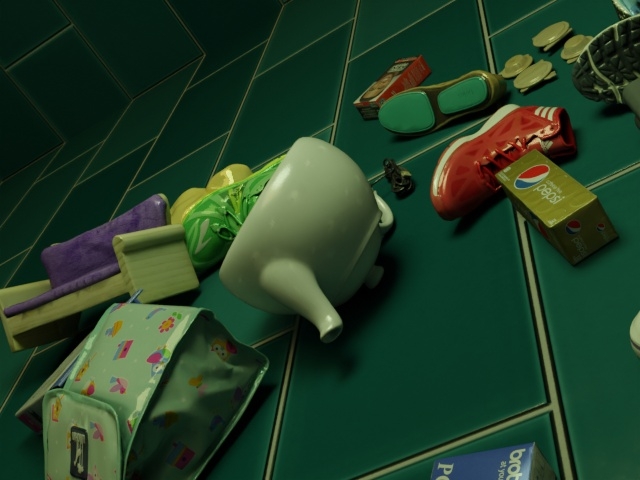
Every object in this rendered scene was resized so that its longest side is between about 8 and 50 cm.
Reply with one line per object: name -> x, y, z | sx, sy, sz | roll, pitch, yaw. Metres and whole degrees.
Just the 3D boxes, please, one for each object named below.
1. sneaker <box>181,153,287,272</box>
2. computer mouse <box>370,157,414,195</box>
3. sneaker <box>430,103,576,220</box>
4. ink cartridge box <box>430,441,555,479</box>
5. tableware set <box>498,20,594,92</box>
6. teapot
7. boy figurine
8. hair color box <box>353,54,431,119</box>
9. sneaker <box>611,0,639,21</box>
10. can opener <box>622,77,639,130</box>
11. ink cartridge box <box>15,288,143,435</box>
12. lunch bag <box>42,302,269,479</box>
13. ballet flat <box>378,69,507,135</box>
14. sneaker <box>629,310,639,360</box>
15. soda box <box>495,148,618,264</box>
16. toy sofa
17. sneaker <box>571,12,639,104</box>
sneaker -> -0.121, -0.046, 1.510 | 0.295, 0.109, 0.123 | -35, 23, 6
computer mouse -> 0.053, -0.054, 1.376 | 0.193, 0.042, 0.106 | -32, 28, -4
sneaker -> 0.243, -0.111, 1.164 | 0.221, 0.087, 0.128 | -49, 25, -25
ink cartridge box -> 0.121, 0.256, 0.697 | 0.097, 0.046, 0.207 | -20, 28, 31
tableware set -> 0.354, -0.291, 1.428 | 0.141, 0.020, 0.168 | -35, 25, 7
teapot -> 0.000, 0.000, 1.182 | 0.256, 0.187, 0.252 | -60, 2, -12
boy figurine -> -0.239, -0.036, 1.676 | 0.285, 0.092, 0.177 | -39, 23, -9
hair color box -> 0.135, -0.286, 1.688 | 0.141, 0.043, 0.072 | -48, 27, -23
sneaker -> 0.474, -0.357, 1.336 | 0.073, 0.063, 0.162 | -19, 29, 28
can opener -> 0.367, -0.093, 0.973 | 0.095, 0.076, 0.283 | -29, 24, 16
ink cartridge box -> -0.344, 0.187, 1.338 | 0.186, 0.065, 0.311 | -52, 8, -31
lunch bag -> -0.226, 0.216, 1.114 | 0.223, 0.160, 0.262 | 0, 53, 49
ballet flat -> 0.200, -0.220, 1.466 | 0.232, 0.080, 0.073 | -8, 8, 44
sneaker -> 0.356, -0.023, 0.754 | 0.282, 0.161, 0.102 | -38, 25, -1
soda box -> 0.267, -0.043, 1.036 | 0.061, 0.058, 0.181 | -34, 24, 5
toy sofa -> -0.397, 0.058, 1.540 | 0.363, 0.177, 0.150 | -20, -2, 35
sneaker -> 0.460, -0.265, 1.168 | 0.283, 0.110, 0.122 | -28, 7, 14
